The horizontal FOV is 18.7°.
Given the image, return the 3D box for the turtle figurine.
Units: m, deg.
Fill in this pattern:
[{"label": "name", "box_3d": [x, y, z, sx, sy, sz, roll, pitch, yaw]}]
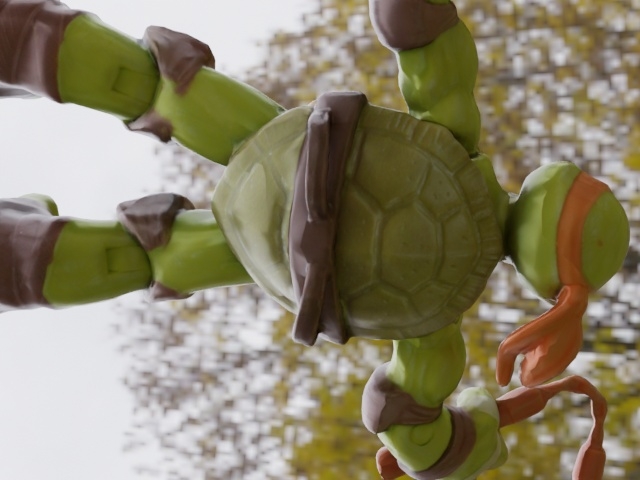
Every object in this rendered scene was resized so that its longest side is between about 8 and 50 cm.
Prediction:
[{"label": "turtle figurine", "box_3d": [0.000, 0.000, 0.584, 0.087, 0.217, 0.269, -55, -32, -56]}]
